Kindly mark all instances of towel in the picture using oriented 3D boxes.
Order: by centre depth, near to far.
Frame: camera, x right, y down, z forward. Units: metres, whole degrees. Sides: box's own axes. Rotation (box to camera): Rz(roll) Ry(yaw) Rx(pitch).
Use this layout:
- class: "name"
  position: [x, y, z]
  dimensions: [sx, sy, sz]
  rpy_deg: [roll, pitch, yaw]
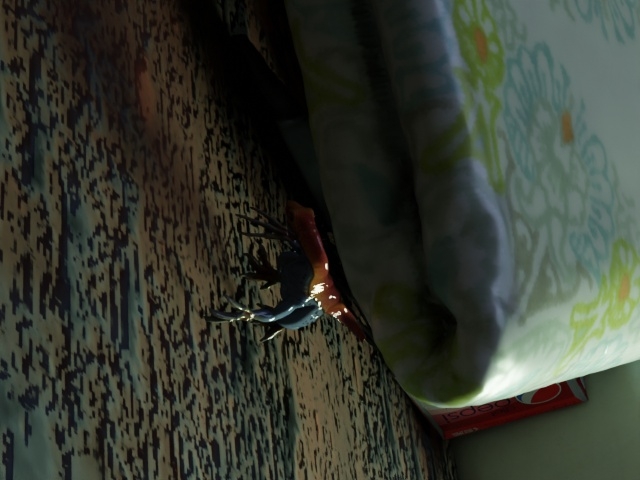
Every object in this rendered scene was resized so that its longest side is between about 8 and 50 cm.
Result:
- class: "towel"
  position: [0.083, -0.118, 0.818]
  dimensions: [0.320, 0.090, 0.374]
  rpy_deg: [-5, 80, -58]

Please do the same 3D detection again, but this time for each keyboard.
- class: "keyboard"
  position: [0.000, 0.000, 0.792]
  dimensions: [0.100, 0.038, 0.192]
  rpy_deg: [54, -6, 50]

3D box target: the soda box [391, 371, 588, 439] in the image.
- class: "soda box"
  position: [0.081, -0.025, 0.984]
  dimensions: [0.083, 0.092, 0.263]
  rpy_deg: [53, 25, -50]

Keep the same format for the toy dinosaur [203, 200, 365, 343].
- class: "toy dinosaur"
  position: [-0.005, 0.010, 0.649]
  dimensions: [0.082, 0.090, 0.047]
  rpy_deg: [-24, -115, 59]

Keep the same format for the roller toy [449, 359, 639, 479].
- class: "roller toy"
  position: [0.170, 0.135, 1.018]
  dimensions: [0.191, 0.146, 0.209]
  rpy_deg: [27, 35, -56]
